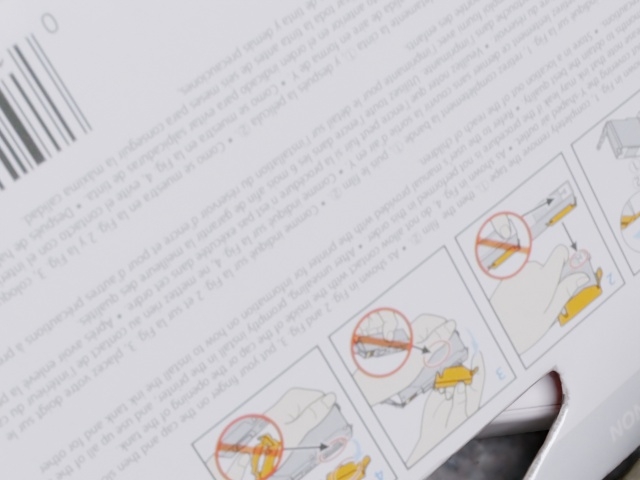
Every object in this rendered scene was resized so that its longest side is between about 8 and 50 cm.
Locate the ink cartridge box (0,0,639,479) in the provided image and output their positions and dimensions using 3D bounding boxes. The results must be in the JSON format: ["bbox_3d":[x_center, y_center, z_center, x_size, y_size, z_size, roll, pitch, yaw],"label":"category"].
[{"bbox_3d":[0.000,0.000,0.431,0.275,0.060,0.239,-37,114,-18],"label":"ink cartridge box"}]

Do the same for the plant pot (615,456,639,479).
[{"bbox_3d":[0.184,0.124,0.416,0.257,0.274,0.256,5,77,-19],"label":"plant pot"}]

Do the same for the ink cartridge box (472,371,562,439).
[{"bbox_3d":[0.078,-0.007,0.537,0.218,0.092,0.158,-6,76,-10],"label":"ink cartridge box"}]
